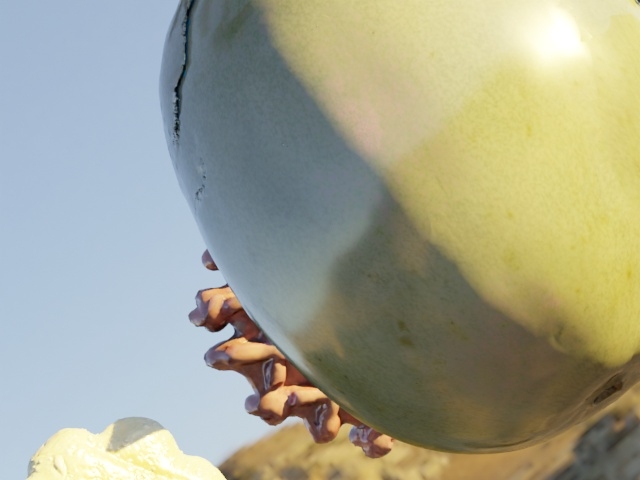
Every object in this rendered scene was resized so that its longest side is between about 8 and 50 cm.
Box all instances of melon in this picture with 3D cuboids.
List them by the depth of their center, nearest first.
[{"bbox_3d":[0.058,-0.053,0.902,0.268,0.330,0.268,-29,-21,-13],"label":"melon"}]

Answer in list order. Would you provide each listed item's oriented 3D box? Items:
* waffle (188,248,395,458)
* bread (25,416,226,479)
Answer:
[{"bbox_3d":[0.028,0.027,1.148,0.234,0.221,0.055,-51,17,-6],"label":"waffle"},{"bbox_3d":[-0.221,0.345,1.942,0.316,0.316,0.054,-32,-8,-35],"label":"bread"}]
